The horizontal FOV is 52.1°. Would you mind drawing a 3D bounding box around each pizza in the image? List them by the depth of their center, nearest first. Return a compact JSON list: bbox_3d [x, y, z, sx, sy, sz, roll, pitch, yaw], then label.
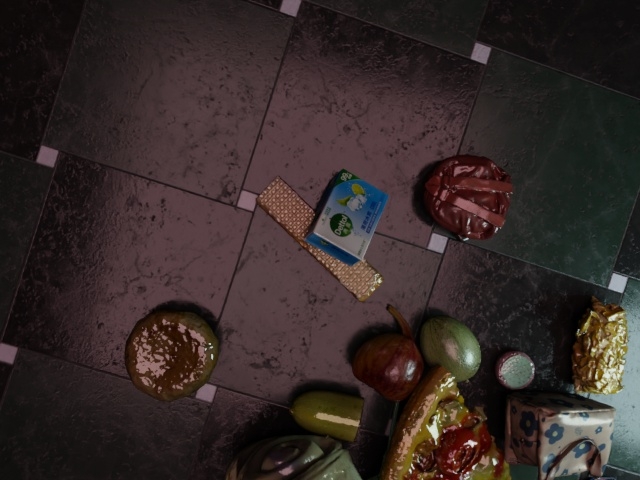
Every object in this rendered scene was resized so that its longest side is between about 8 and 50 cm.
[{"bbox_3d":[0.344,0.543,1.616,0.406,0.130,0.439,17,95,-25],"label":"pizza"}]

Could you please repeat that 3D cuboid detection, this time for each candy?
[{"bbox_3d":[0.166,0.549,1.687,0.091,0.083,0.305,7,81,24],"label":"candy"},{"bbox_3d":[0.505,0.337,1.709,0.103,0.043,0.103,0,94,-2],"label":"candy"}]

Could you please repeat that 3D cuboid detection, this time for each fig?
[{"bbox_3d":[0.188,0.287,1.629,0.175,0.175,0.207,39,74,-5],"label":"fig"}]

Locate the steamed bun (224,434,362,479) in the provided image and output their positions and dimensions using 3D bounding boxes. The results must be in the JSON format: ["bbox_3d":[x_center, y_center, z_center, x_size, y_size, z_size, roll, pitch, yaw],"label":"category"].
[{"bbox_3d":[-0.078,0.585,1.513,0.339,0.352,0.247,-27,123,-3],"label":"steamed bun"}]

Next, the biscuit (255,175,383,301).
[{"bbox_3d":[0.000,0.000,1.645,0.379,0.054,0.094,43,88,-5],"label":"biscuit"}]

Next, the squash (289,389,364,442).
[{"bbox_3d":[0.014,0.436,1.640,0.187,0.123,0.123,10,92,-2],"label":"squash"}]

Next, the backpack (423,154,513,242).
[{"bbox_3d":[0.360,-0.111,1.626,0.229,0.139,0.229,0,92,-6],"label":"backpack"}]

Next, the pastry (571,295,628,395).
[{"bbox_3d":[0.715,0.273,1.692,0.154,0.102,0.249,-1,95,-8],"label":"pastry"}]

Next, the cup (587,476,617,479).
[{"bbox_3d":[0.766,0.708,1.727,0.138,0.150,0.113,-17,128,-2],"label":"cup"}]

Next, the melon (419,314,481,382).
[{"bbox_3d":[0.327,0.277,1.644,0.139,0.139,0.192,-31,96,-2],"label":"melon"}]

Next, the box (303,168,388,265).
[{"bbox_3d":[0.064,-0.056,1.599,0.139,0.073,0.194,29,65,-12],"label":"box"}]

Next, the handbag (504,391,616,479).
[{"bbox_3d":[0.586,0.486,1.632,0.252,0.190,0.193,5,90,-26],"label":"handbag"}]

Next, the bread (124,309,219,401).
[{"bbox_3d":[-0.362,0.272,1.598,0.230,0.123,0.229,0,95,0],"label":"bread"}]
